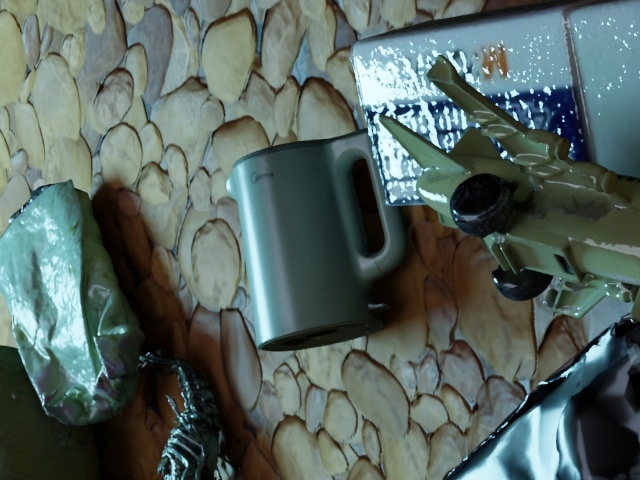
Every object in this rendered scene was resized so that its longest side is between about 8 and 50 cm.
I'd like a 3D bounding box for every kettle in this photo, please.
[{"bbox_3d":[-0.006,0.001,1.502,0.127,0.098,0.148,-28,69,58],"label":"kettle"}]

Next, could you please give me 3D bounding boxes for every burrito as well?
[{"bbox_3d":[-0.226,0.063,1.820,0.144,0.089,0.229,-49,49,30],"label":"burrito"}]

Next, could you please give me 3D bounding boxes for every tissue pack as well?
[{"bbox_3d":[0.174,0.218,1.260,0.332,0.123,0.245,-48,59,46],"label":"tissue pack"}]

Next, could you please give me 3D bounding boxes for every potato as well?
[{"bbox_3d":[-0.281,0.209,1.870,0.160,0.178,0.235,-17,98,10],"label":"potato"}]

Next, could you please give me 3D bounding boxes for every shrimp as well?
[{"bbox_3d":[-0.109,0.171,1.693,0.082,0.076,0.174,104,156,-67],"label":"shrimp"}]

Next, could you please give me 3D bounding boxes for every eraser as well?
[{"bbox_3d":[0.143,-0.090,1.284,0.287,0.086,0.130,1,102,54],"label":"eraser"}]

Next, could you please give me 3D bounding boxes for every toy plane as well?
[{"bbox_3d":[0.143,-0.012,1.167,0.244,0.092,0.229,25,157,43],"label":"toy plane"}]
